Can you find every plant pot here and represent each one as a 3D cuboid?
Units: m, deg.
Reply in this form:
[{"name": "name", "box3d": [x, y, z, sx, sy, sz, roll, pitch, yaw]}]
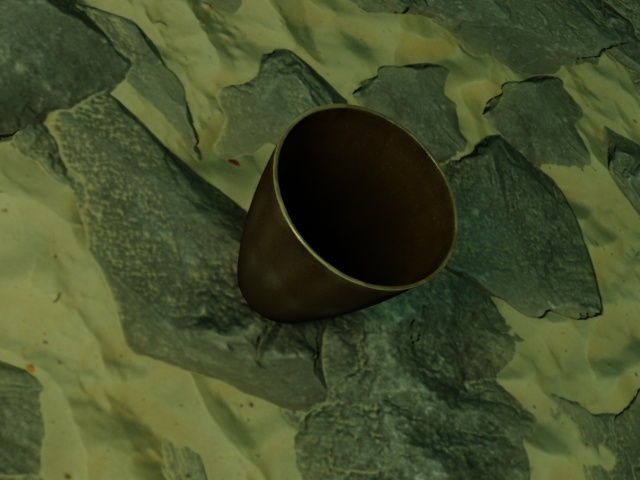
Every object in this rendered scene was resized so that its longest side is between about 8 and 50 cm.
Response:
[{"name": "plant pot", "box3d": [0.000, 0.000, 1.042, 0.215, 0.230, 0.215, 13, 59, -23]}]
